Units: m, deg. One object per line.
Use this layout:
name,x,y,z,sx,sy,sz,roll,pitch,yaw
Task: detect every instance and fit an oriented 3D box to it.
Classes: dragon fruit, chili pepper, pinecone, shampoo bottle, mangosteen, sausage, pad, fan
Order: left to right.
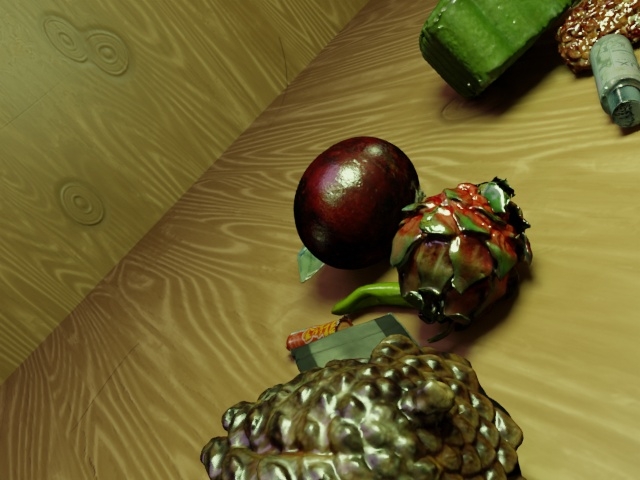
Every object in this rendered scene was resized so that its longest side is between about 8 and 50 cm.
sausage,-0.009,0.158,1.058,0.145,0.048,0.050,-22,69,43
fan,0.000,0.000,1.364,0.131,0.009,0.240,-27,27,28
pinecone,0.030,0.237,0.606,0.296,0.242,0.298,-30,6,31
pad,0.061,0.170,0.876,0.174,0.022,0.233,-19,21,-7
mangosteen,0.090,-0.047,1.097,0.261,0.235,0.235,32,70,21
chili pepper,0.096,0.089,1.006,0.202,0.052,0.050,-12,69,49
dragon fruit,0.179,0.017,0.850,0.189,0.182,0.182,-32,18,-22
shampoo bottle,0.454,-0.243,0.984,0.072,0.072,0.214,-27,28,32

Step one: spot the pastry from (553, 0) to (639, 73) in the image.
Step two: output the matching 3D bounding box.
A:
pastry,0.498,-0.375,1.093,0.208,0.115,0.097,-38,3,27

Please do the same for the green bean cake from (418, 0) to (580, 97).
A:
green bean cake,0.338,-0.453,1.238,0.319,0.218,0.335,-45,-1,3
